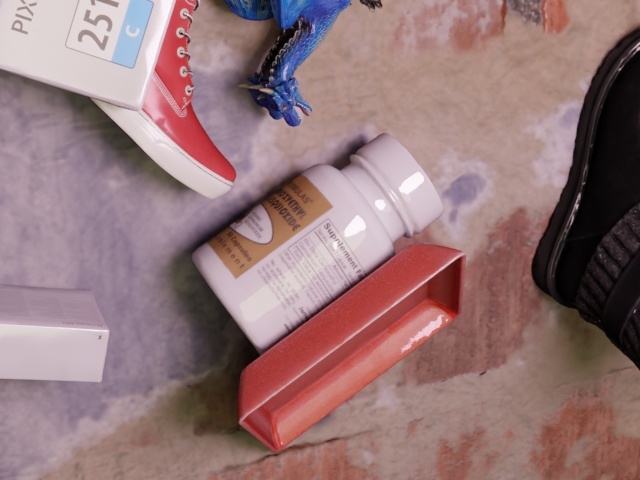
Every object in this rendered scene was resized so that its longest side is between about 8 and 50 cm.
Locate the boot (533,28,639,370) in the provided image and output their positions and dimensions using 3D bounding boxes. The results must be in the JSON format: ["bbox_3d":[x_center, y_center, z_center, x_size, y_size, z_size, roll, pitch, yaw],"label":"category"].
[{"bbox_3d":[0.371,-0.035,1.238,0.131,0.260,0.347,9,106,-24],"label":"boot"}]

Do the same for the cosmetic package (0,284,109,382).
[{"bbox_3d":[-0.324,0.083,1.105,0.239,0.099,0.060,5,107,-22],"label":"cosmetic package"}]

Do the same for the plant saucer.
[{"bbox_3d":[0.029,0.105,1.205,0.258,0.259,0.047,-37,74,-5],"label":"plant saucer"}]

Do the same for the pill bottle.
[{"bbox_3d":[0.000,0.000,1.181,0.229,0.131,0.131,-36,118,-6],"label":"pill bottle"}]

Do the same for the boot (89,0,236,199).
[{"bbox_3d":[-0.125,-0.168,1.100,0.176,0.088,0.244,-45,115,-2],"label":"boot"}]

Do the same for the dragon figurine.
[{"bbox_3d":[-0.034,-0.242,1.084,0.144,0.085,0.289,-36,129,-25],"label":"dragon figurine"}]

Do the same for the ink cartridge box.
[{"bbox_3d":[-0.230,-0.284,0.980,0.261,0.066,0.296,16,95,-16],"label":"ink cartridge box"}]
